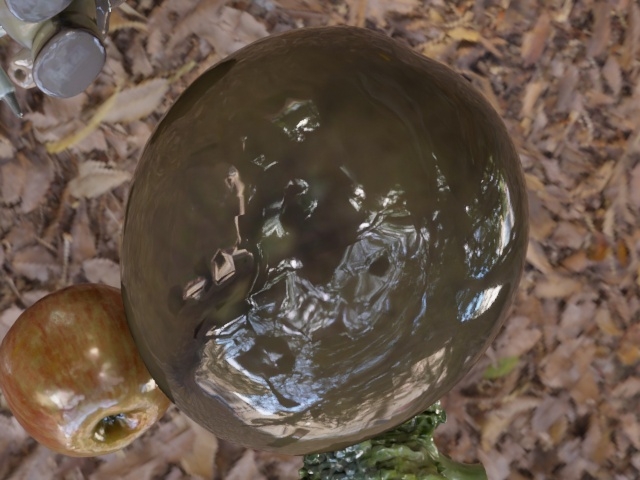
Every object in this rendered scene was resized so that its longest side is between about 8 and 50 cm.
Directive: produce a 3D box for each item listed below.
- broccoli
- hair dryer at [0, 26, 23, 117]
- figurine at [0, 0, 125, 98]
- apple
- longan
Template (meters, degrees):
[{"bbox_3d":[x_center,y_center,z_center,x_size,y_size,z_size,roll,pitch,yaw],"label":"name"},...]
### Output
[{"bbox_3d":[0.097,0.301,1.173,0.246,0.248,0.288,-6,103,-13],"label":"broccoli"},{"bbox_3d":[-0.432,-0.226,1.336,0.044,0.183,0.155,-38,161,30],"label":"hair dryer"},{"bbox_3d":[-0.262,-0.281,1.012,0.203,0.380,0.248,-36,128,12],"label":"figurine"},{"bbox_3d":[-0.190,0.109,0.890,0.146,0.131,0.146,-17,137,-17],"label":"apple"},{"bbox_3d":[0.000,0.000,0.805,0.319,0.319,0.319,-14,122,-24],"label":"longan"}]
